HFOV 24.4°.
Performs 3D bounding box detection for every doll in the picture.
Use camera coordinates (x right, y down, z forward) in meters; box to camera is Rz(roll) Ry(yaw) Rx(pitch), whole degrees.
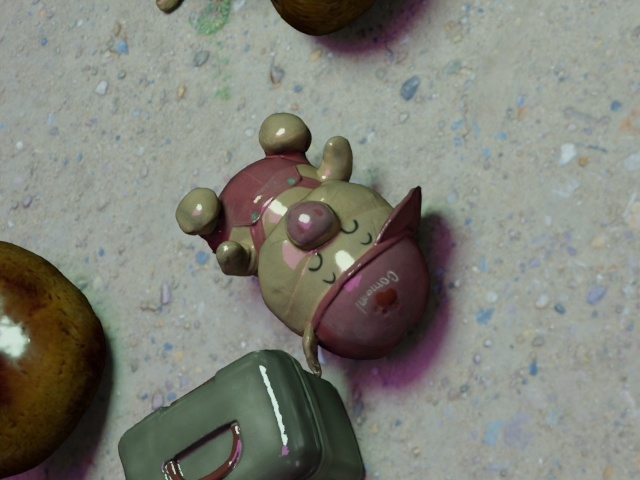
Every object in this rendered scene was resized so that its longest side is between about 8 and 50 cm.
[{"bbox_3d":[-0.002,0.000,1.418,0.256,0.152,0.196,39,107,33],"label":"doll"}]

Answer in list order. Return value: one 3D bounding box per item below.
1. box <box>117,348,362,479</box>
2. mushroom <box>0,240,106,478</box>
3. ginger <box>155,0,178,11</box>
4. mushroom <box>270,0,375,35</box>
[{"bbox_3d":[-0.076,0.208,1.405,0.210,0.129,0.148,-32,58,20],"label":"box"},{"bbox_3d":[-0.357,0.129,1.597,0.267,0.254,0.267,0,83,0],"label":"mushroom"},{"bbox_3d":[-0.164,-0.312,1.711,0.097,0.030,0.048,-50,55,7],"label":"ginger"},{"bbox_3d":[-0.064,-0.358,1.504,0.259,0.345,0.345,-25,58,-4],"label":"mushroom"}]
